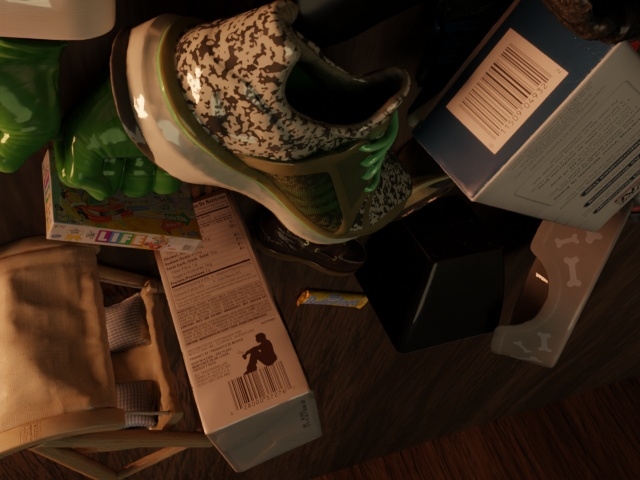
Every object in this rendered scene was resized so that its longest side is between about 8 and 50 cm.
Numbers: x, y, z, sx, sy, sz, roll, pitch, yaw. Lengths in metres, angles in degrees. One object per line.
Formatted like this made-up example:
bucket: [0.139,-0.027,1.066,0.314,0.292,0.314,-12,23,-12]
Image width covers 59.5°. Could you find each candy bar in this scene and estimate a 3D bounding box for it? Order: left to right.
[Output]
candy bar: [0.025,0.108,1.030,0.162,0.018,0.040,9,135,-39]

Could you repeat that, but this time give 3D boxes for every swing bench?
swing bench: [-0.284,0.146,0.690,0.165,0.253,0.254,-29,147,8]

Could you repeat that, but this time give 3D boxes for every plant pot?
plant pot: [0.183,0.039,0.896,0.188,0.188,0.167,-9,133,-19]

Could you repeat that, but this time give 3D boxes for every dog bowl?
dog bowl: [0.407,0.055,0.937,0.349,0.102,0.348,-43,147,-36]

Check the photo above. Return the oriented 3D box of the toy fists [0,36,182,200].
toy fists: [-0.234,-0.112,0.502,0.279,0.096,0.142,13,133,-44]

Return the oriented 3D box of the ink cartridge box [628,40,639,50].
ink cartridge box: [0.291,-0.172,0.738,0.134,0.078,0.231,-14,146,-15]

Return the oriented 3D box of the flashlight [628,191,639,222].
flashlight: [0.505,-0.131,0.902,0.103,0.103,0.304,-31,147,16]

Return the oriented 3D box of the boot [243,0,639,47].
boot: [0.113,-0.211,0.413,0.348,0.260,0.131,-32,145,14]

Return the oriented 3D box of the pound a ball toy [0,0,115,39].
pound a ball toy: [-0.135,-0.272,0.298,0.208,0.135,0.319,-5,143,-25]

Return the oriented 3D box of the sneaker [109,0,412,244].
sneaker: [0.018,-0.096,0.541,0.182,0.158,0.410,-10,166,33]

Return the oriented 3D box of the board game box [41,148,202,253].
board game box: [-0.213,-0.040,0.605,0.154,0.103,0.026,7,136,-38]

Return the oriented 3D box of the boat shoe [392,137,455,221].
boat shoe: [0.147,-0.094,0.771,0.224,0.080,0.073,-33,151,24]

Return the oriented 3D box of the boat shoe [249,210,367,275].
boat shoe: [0.000,0.000,0.813,0.207,0.073,0.073,13,135,-42]

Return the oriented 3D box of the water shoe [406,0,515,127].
water shoe: [0.142,-0.206,0.557,0.203,0.080,0.073,-49,180,23]

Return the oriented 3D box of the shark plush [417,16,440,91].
shark plush: [0.140,-0.224,0.603,0.067,0.073,0.161,5,153,12]

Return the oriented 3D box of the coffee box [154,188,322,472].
coffee box: [-0.109,0.103,0.691,0.119,0.297,0.168,-20,146,-10]

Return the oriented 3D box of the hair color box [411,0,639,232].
hair color box: [0.270,-0.116,0.603,0.347,0.105,0.174,7,131,-47]
